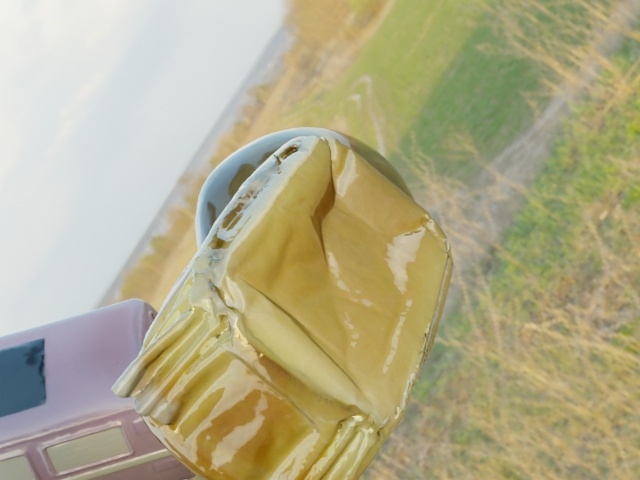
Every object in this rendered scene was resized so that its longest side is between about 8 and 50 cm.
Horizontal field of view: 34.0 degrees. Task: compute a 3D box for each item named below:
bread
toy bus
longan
[{"bbox_3d":[-0.012,0.040,0.586,0.107,0.136,0.241,-50,6,29],"label":"bread"},{"bbox_3d":[-0.204,0.146,0.827,0.142,0.202,0.142,76,177,-45],"label":"toy bus"},{"bbox_3d":[0.000,0.000,0.830,0.185,0.204,0.159,-19,-39,-33],"label":"longan"}]
